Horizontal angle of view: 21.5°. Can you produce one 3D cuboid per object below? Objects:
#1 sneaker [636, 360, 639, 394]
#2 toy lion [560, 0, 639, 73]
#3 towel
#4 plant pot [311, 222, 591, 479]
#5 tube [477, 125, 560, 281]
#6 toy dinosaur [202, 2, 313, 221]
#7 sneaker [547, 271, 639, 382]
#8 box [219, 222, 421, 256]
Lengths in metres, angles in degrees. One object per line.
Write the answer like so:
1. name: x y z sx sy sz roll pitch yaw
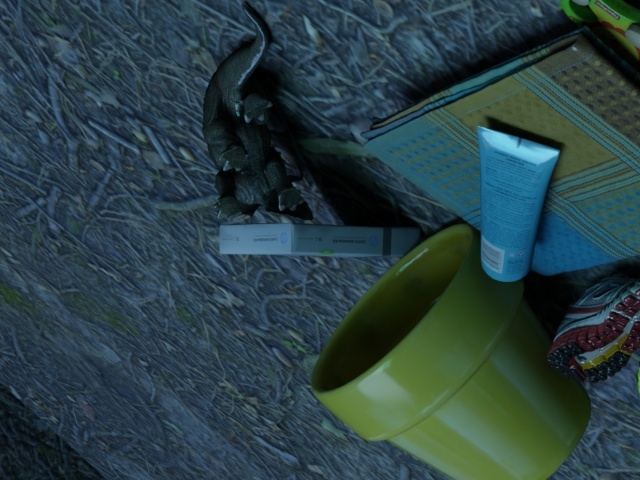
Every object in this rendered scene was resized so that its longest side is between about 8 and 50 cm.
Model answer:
1. sneaker: 0.422 0.208 1.806 0.123 0.109 0.295 21 151 40
2. toy lion: 0.247 -0.184 1.445 0.100 0.034 0.096 37 163 1
3. towel: 0.233 -0.072 1.619 0.271 0.040 0.370 36 155 -18
4. plant pot: 0.159 0.151 1.845 0.239 0.254 0.254 43 155 -11
5. tube: 0.186 -0.036 1.641 0.080 0.052 0.207 14 148 11
6. toy dinosaur: -0.091 -0.122 1.886 0.160 0.121 0.313 -121 11 -57
7. sneaker: 0.318 0.063 1.720 0.088 0.092 0.225 34 141 -22
8. box: 0.000 0.000 1.952 0.186 0.038 0.145 3 178 -37
